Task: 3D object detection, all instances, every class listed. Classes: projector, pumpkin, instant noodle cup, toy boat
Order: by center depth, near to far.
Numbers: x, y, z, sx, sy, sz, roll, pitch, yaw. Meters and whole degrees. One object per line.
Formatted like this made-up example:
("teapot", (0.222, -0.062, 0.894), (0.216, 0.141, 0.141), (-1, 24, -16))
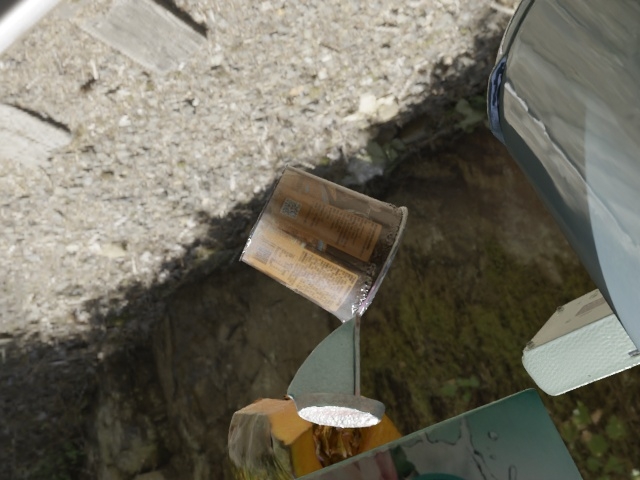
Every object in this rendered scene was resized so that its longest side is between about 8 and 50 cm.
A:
("toy boat", (0.016, 0.126, 0.709), (0.096, 0.122, 0.034), (7, 134, -7))
("instant noodle cup", (0.000, 0.000, 1.113), (0.207, 0.217, 0.217), (26, 142, -5))
("projector", (0.512, 0.157, 1.281), (0.198, 0.108, 0.250), (-32, 173, -41))
("pumpkin", (-0.004, 0.406, 1.318), (0.303, 0.256, 0.225), (-15, -177, -34))

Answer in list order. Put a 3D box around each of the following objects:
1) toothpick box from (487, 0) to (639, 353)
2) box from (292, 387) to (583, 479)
("toothpick box", (0.253, -0.027, 0.352), (0.263, 0.354, 0.263), (-6, 134, -7))
("box", (0.045, 0.203, 0.407), (0.245, 0.153, 0.092), (-16, 157, -21))
